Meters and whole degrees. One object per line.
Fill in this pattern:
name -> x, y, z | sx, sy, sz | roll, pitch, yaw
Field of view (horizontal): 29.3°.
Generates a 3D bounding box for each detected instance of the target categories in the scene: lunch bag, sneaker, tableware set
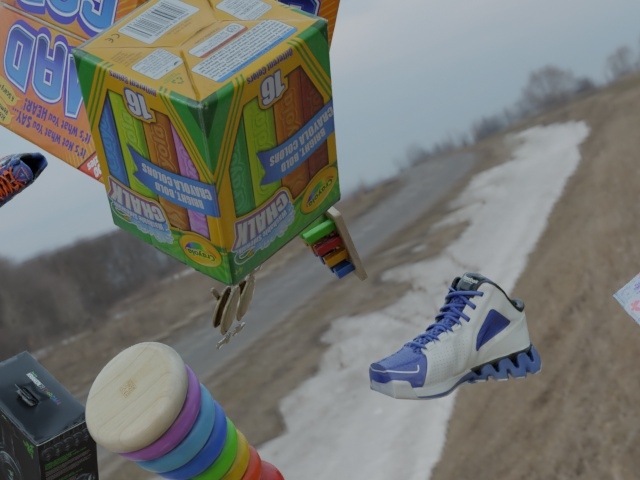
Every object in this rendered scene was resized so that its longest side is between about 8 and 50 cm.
lunch bag -> 0.444, 0.078, 1.652 | 0.071, 0.053, 0.083 | -42, 20, 10
sneaker -> -0.587, -0.117, 2.293 | 0.087, 0.083, 0.221 | -19, 22, 24
tableware set -> -0.155, 0.107, 2.115 | 0.039, 0.128, 0.194 | 18, 10, 8
sneaker -> 0.219, 0.150, 2.026 | 0.315, 0.182, 0.127 | -9, 8, -27

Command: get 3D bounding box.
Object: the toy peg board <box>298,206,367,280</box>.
toy peg board -> 0.000, 0.000, 2.389 | 0.079, 0.161, 0.161 | -30, 33, -11

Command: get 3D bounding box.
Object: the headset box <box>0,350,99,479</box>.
headset box -> -0.552, 0.390, 2.379 | 0.131, 0.283, 0.246 | -26, 46, -35

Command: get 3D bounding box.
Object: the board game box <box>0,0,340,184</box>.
board game box -> -0.234, -0.302, 1.823 | 0.356, 0.356, 0.356 | -3, 22, -43

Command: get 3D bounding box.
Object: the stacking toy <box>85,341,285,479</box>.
stacking toy -> -0.144, 0.263, 1.542 | 0.141, 0.330, 0.141 | -20, 47, 23

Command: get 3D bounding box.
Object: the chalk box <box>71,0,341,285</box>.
chalk box -> -0.102, -0.087, 1.236 | 0.179, 0.289, 0.180 | 26, 51, 31

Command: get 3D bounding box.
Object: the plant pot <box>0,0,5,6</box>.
plant pot -> -0.676, -0.378, 2.286 | 0.203, 0.291, 0.291 | -51, -7, 17
